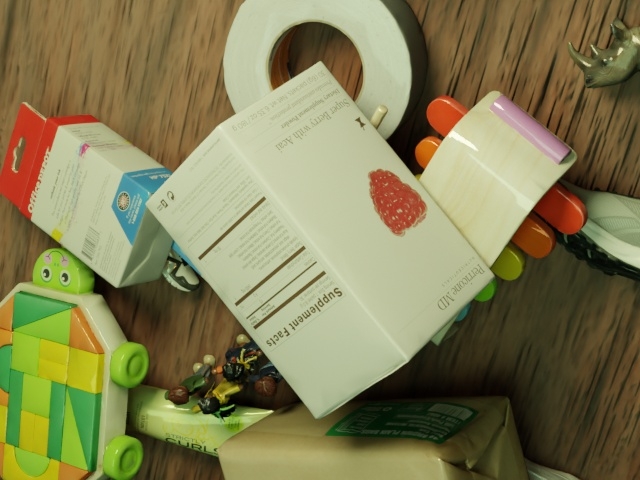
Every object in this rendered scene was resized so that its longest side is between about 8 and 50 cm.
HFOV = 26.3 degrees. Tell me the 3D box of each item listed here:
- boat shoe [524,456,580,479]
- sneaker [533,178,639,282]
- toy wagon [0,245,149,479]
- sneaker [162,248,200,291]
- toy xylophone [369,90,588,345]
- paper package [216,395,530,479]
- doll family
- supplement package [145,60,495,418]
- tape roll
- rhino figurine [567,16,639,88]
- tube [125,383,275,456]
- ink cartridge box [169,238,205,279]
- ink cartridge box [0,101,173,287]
[{"bbox_3d":[0.247,0.292,1.613,0.184,0.063,0.066,35,116,5],"label":"boat shoe"},{"bbox_3d":[0.342,-0.011,1.469,0.271,0.100,0.108,30,82,15],"label":"sneaker"},{"bbox_3d":[-0.336,0.151,1.721,0.267,0.068,0.344,11,100,33],"label":"toy wagon"},{"bbox_3d":[-0.181,0.014,1.678,0.044,0.040,0.109,-34,95,24],"label":"sneaker"},{"bbox_3d":[0.128,-0.030,1.480,0.236,0.081,0.322,46,135,6],"label":"toy xylophone"},{"bbox_3d":[0.077,0.344,1.596,0.325,0.168,0.309,-5,107,37],"label":"paper package"},{"bbox_3d":[-0.102,0.167,1.664,0.193,0.111,0.076,-35,95,26],"label":"doll family"},{"bbox_3d":[0.000,0.000,1.416,0.293,0.177,0.175,51,137,1],"label":"supplement package"},{"bbox_3d":[0.005,-0.195,1.522,0.219,0.072,0.219,6,110,17],"label":"tape roll"},{"bbox_3d":[0.371,-0.170,1.404,0.243,0.073,0.106,18,117,14],"label":"rhino figurine"},{"bbox_3d":[-0.171,0.228,1.741,0.240,0.062,0.070,13,156,11],"label":"tube"},{"bbox_3d":[-0.083,-0.027,1.617,0.104,0.060,0.180,44,117,2],"label":"ink cartridge box"},{"bbox_3d":[-0.276,-0.061,1.641,0.231,0.078,0.134,36,117,27],"label":"ink cartridge box"}]
